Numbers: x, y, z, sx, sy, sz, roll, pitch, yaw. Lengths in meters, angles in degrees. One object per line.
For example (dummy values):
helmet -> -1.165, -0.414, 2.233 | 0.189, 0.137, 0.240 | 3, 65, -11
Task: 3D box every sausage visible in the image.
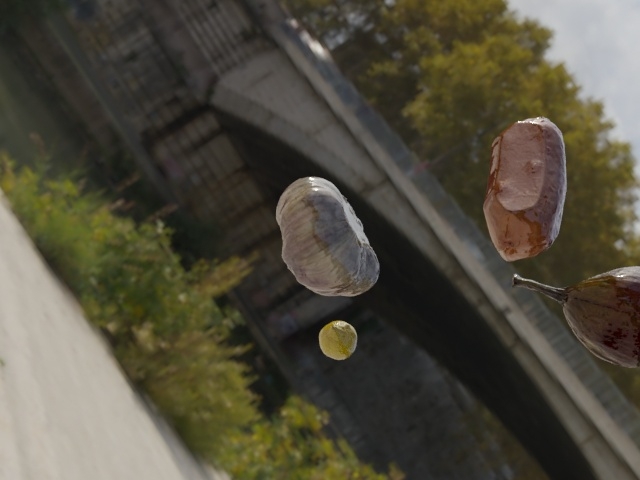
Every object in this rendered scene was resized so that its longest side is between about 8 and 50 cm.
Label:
sausage -> 0.321, -0.081, 1.885 | 0.133, 0.133, 0.258 | 60, 33, -48

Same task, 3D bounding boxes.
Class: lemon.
lemon -> 0.029, 0.165, 2.013 | 0.065, 0.065, 0.092 | 55, -7, 26

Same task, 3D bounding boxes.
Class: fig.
fig -> 0.498, 0.139, 2.204 | 0.190, 0.290, 0.191 | -6, 90, -67

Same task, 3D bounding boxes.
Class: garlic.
garlic -> 0.000, 0.000, 1.474 | 0.159, 0.102, 0.147 | 54, 18, -37
